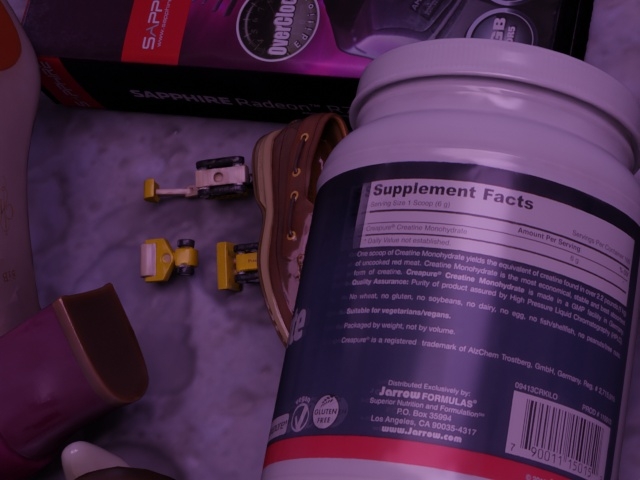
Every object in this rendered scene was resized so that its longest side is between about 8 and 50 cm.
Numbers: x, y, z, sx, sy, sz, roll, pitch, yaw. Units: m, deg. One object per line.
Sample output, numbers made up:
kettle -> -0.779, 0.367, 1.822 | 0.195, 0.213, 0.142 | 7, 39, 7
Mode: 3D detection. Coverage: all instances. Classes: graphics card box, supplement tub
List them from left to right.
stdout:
graphics card box -> -0.002, -0.194, 1.111 | 0.371, 0.094, 0.233 | 7, 71, 20
supplement tub -> 0.080, 0.046, 0.930 | 0.191, 0.191, 0.272 | 4, 70, 19

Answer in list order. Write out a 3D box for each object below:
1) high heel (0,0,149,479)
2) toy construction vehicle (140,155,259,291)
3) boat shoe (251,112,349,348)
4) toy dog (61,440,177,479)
high heel -> -0.255, -0.027, 1.063 | 0.181, 0.127, 0.377 | -29, 75, 26
toy construction vehicle -> -0.069, -0.007, 1.093 | 0.098, 0.035, 0.086 | -8, 77, 17
boat shoe -> 0.000, 0.000, 1.037 | 0.060, 0.064, 0.178 | -31, 56, 37
toy dog -> -0.075, 0.240, 0.778 | 0.284, 0.408, 0.395 | -16, 65, 11
